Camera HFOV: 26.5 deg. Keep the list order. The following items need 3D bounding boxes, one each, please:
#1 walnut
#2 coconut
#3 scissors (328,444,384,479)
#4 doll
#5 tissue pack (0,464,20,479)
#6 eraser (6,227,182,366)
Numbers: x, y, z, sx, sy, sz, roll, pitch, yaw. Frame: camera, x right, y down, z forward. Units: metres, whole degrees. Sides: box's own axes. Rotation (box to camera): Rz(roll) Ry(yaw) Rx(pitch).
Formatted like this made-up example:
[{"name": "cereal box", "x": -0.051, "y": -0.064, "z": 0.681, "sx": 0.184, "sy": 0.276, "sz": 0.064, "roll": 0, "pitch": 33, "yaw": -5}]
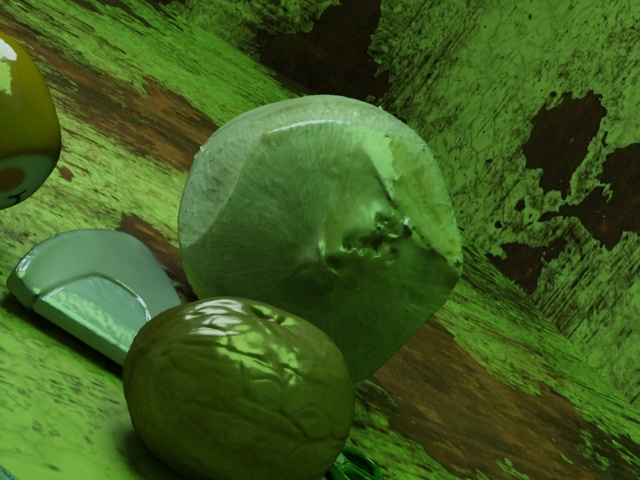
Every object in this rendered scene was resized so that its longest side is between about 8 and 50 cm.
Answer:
[{"name": "walnut", "x": -0.077, "y": 0.147, "z": 1.272, "sx": 0.225, "sy": 0.193, "sz": 0.193, "roll": 23, "pitch": 18, "yaw": -34}, {"name": "coconut", "x": 0.000, "y": 0.000, "z": 1.634, "sx": 0.346, "sy": 0.346, "sz": 0.360, "roll": 33, "pitch": 13, "yaw": -13}, {"name": "scissors", "x": -0.013, "y": 0.224, "z": 1.494, "sx": 0.204, "sy": 0.027, "sz": 0.101, "roll": 36, "pitch": 12, "yaw": -12}, {"name": "doll", "x": -0.393, "y": -0.116, "z": 1.392, "sx": 0.236, "sy": 0.213, "sz": 0.213, "roll": -17, "pitch": 42, "yaw": -24}, {"name": "tissue pack", "x": -0.255, "y": 0.178, "z": 0.949, "sx": 0.094, "sy": 0.059, "sz": 0.074, "roll": 37, "pitch": 10, "yaw": 1}, {"name": "eraser", "x": -0.225, "y": 0.058, "z": 1.454, "sx": 0.204, "sy": 0.059, "sz": 0.243, "roll": 34, "pitch": 16, "yaw": -11}]
